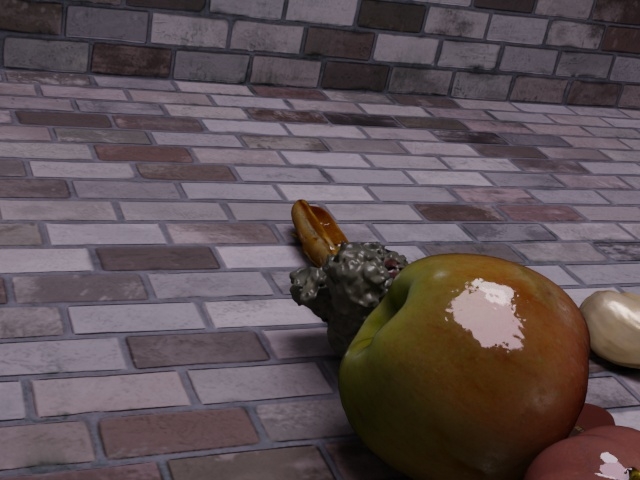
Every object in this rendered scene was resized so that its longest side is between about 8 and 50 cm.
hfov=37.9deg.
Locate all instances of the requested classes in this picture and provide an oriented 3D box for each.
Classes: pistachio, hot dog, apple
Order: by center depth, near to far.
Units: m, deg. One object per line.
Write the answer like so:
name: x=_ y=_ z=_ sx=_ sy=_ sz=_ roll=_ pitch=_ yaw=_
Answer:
apple: x=0.194 y=0.175 z=1.300 sx=0.305 sy=0.338 sz=0.338 roll=25 pitch=27 yaw=1
pistachio: x=0.571 y=0.174 z=1.735 sx=0.200 sy=0.117 sz=0.145 roll=37 pitch=73 yaw=29
hot dog: x=0.000 y=0.000 z=1.886 sx=0.104 sy=0.076 sz=0.250 roll=20 pitch=23 yaw=-31

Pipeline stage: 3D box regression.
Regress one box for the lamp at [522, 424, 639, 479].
lamp: x=0.376 y=0.356 z=1.087 sx=0.305 sy=0.240 sz=0.305 roll=17 pitch=47 yaw=-19

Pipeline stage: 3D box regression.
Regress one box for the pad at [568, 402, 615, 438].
pad: x=0.393 y=0.323 z=1.473 sx=0.181 sy=0.004 sz=0.267 roll=13 pitch=25 yaw=1

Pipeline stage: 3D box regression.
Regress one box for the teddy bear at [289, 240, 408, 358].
teddy bear: x=0.106 y=0.083 z=1.610 sx=0.357 sy=0.224 sz=0.367 roll=11 pitch=19 yaw=-24
